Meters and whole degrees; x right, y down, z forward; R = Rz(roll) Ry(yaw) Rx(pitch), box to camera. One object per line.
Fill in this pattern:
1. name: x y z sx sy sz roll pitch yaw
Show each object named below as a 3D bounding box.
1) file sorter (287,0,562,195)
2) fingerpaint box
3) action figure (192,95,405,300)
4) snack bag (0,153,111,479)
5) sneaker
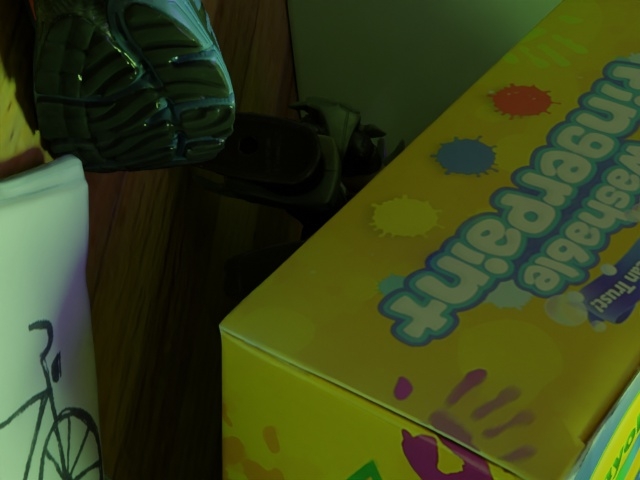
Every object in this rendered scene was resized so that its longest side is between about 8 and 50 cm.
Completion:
1. file sorter: 0.088 -0.177 1.102 0.173 0.193 0.277 -64 150 -67
2. fingerpaint box: 0.131 0.085 0.863 0.445 0.163 0.371 -44 149 -41
3. action figure: 0.000 0.000 0.936 0.285 0.099 0.185 40 43 -77
4. snack bag: -0.119 0.144 0.546 0.323 0.037 0.342 -28 115 -74
5. sneaker: -0.083 -0.109 0.639 0.221 0.083 0.087 77 10 -50
